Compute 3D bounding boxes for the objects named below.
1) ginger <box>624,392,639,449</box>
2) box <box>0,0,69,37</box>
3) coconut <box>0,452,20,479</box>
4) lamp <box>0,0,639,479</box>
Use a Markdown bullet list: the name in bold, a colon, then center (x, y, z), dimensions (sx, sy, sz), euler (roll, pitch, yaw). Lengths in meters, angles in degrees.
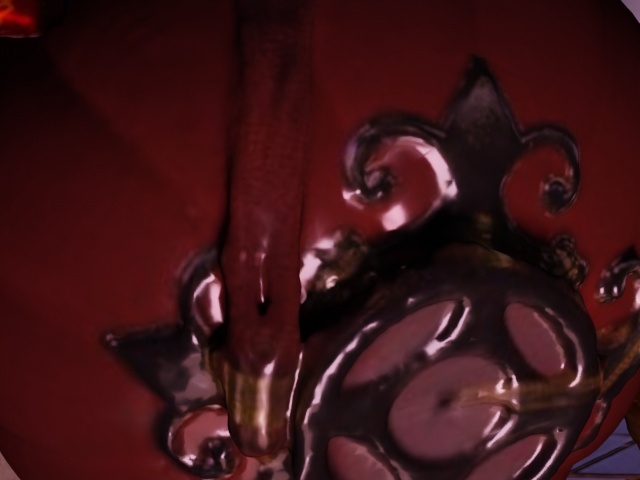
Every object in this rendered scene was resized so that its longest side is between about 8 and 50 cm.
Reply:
- **ginger**: center (0.296, 0.017, 0.793), dimensions (0.176, 0.254, 0.418), euler (-39, 161, -36)
- **box**: center (-0.255, -0.162, 0.323), dimensions (0.415, 0.115, 0.264), euler (0, 156, -12)
- **coconut**: center (-0.172, 0.142, 0.862), dimensions (0.237, 0.237, 0.266), euler (2, -160, -18)
- **lamp**: center (0.000, 0.000, 0.575), dimensions (0.303, 0.257, 0.303), euler (-10, 121, -17)
